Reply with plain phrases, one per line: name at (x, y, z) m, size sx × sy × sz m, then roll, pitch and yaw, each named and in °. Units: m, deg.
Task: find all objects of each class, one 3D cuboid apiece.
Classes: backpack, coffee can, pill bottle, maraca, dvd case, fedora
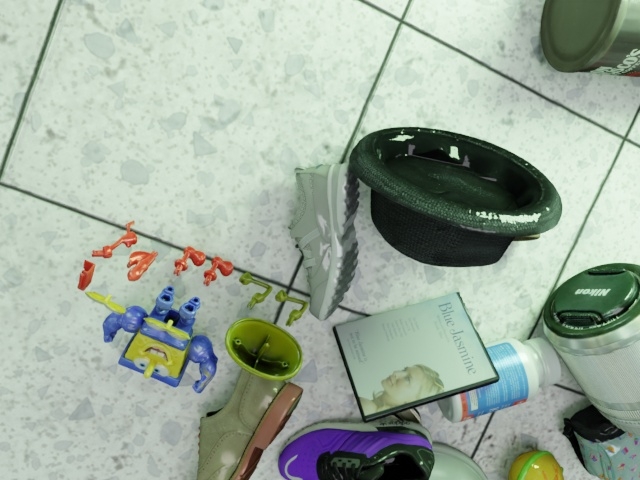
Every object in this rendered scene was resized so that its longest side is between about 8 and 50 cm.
backpack at (0.599, 0.426, 1.148) m, size 0.152 × 0.115 × 0.182 m, roll -23°, pitch 108°, yaw -9°
coffee can at (0.547, -0.374, 0.926) m, size 0.275 × 0.201 × 0.201 m, roll 1°, pitch 101°, yaw -12°
pill bottle at (0.329, 0.255, 1.051) m, size 0.221 × 0.124 × 0.124 m, roll -14°, pitch 104°, yaw -8°
maraca at (0.450, 0.498, 1.144) m, size 0.186 × 0.099 × 0.127 m, roll 39°, pitch 82°, yaw -39°
dvd case at (0.168, 0.203, 0.999) m, size 0.253 × 0.180 × 0.022 m, roll -14°, pitch 148°, yaw -9°
fedora at (0.201, -0.057, 0.899) m, size 0.334 × 0.334 × 0.152 m, roll 2°, pitch 127°, yaw -12°

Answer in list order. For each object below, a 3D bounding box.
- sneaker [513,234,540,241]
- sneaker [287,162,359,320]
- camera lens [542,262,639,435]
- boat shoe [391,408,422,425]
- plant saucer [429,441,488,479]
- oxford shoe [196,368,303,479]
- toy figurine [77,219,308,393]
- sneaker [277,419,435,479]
sneaker at (0.314, -0.040, 1.030) m, size 0.188 × 0.066 × 0.071 m, roll 5°, pitch 77°, yaw -12°
sneaker at (0.000, 0.000, 0.963) m, size 0.115 × 0.105 × 0.281 m, roll 10°, pitch 106°, yaw 21°
camera lens at (0.567, 0.196, 1.038) m, size 0.219 × 0.219 × 0.274 m, roll -38°, pitch 106°, yaw -2°
boat shoe at (0.140, 0.315, 1.067) m, size 0.137 × 0.043 × 0.049 m, roll 41°, pitch 93°, yaw -15°
plant saucer at (0.182, 0.603, 1.107) m, size 0.400 × 0.100 × 0.400 m, roll -2°, pitch 102°, yaw -11°
oxford shoe at (-0.170, 0.371, 0.997) m, size 0.130 × 0.123 × 0.348 m, roll 34°, pitch 95°, yaw 10°
toy figurine at (-0.225, 0.157, 0.933) m, size 0.362 × 0.191 × 0.217 m, roll 24°, pitch 126°, yaw -9°
sneaker at (0.062, 0.403, 0.999) m, size 0.293 × 0.146 × 0.102 m, roll -10°, pitch 104°, yaw 5°
